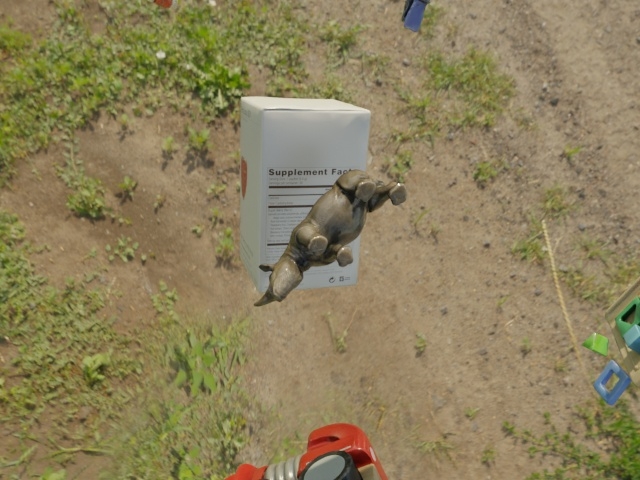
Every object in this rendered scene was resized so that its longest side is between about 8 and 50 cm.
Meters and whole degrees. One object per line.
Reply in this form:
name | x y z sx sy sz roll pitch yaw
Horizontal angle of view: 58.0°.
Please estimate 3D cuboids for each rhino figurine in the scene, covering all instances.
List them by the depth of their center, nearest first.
rhino figurine | 0.000 0.000 0.760 0.243 0.106 0.073 -47 112 -3

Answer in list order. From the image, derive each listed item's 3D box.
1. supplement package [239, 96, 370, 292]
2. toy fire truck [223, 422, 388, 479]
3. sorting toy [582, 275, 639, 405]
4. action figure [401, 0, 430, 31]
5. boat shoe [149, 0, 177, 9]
supplement package | -0.037 -0.084 0.972 0.175 0.177 0.293 -3 109 -18
toy fire truck | -0.024 0.285 0.645 0.217 0.246 0.158 -24 101 7
sorting toy | 0.564 0.125 0.984 0.047 0.348 0.196 25 31 -7
action figure | 0.122 -0.526 0.918 0.178 0.330 0.341 10 101 -34
boat shoe | -0.245 -0.428 0.912 0.043 0.049 0.137 10 68 -34
